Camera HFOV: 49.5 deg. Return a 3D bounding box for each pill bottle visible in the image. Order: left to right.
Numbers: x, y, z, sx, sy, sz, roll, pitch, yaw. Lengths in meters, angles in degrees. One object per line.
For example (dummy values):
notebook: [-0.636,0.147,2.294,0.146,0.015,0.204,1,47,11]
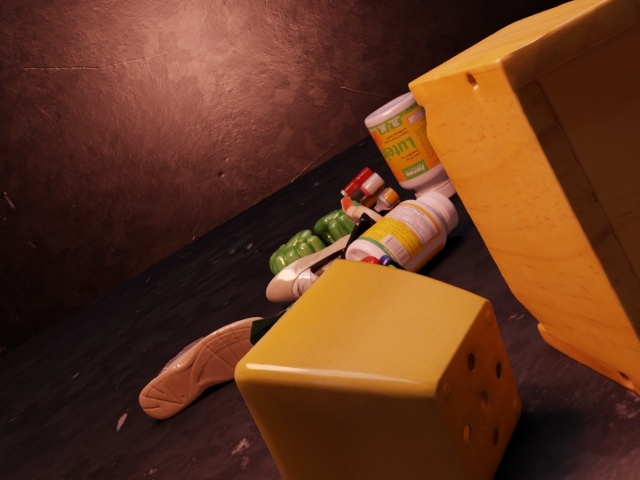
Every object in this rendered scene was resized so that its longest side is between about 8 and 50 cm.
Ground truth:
pill bottle: [0.154,-0.001,1.264,0.208,0.117,0.118,-39,15,-28]
pill bottle: [0.218,-0.204,1.591,0.136,0.245,0.136,-30,13,8]

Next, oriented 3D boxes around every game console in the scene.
game console: [0.056,0.008,1.315,0.071,0.122,0.107,31,15,33]

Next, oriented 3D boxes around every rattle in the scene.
rattle: [0.078,-0.003,1.449,0.200,0.130,0.142,28,96,46]

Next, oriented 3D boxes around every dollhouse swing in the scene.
dollhouse swing: [0.327,-0.084,0.653,0.305,0.346,0.315,-33,13,-5]

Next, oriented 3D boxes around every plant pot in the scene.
plant pot: [0.079,0.153,0.697,0.187,0.212,0.212,-5,26,37]

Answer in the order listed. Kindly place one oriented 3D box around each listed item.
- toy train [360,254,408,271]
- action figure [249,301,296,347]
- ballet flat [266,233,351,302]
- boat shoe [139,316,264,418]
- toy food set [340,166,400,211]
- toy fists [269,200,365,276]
toy train: [0.063,0.152,0.996,0.248,0.105,0.143,-52,31,2]
action figure: [-0.038,0.157,1.156,0.064,0.137,0.232,-11,10,19]
ballet flat: [0.001,0.066,1.474,0.248,0.086,0.086,-33,13,-13]
boat shoe: [-0.211,0.224,1.298,0.285,0.103,0.092,-36,17,5]
toy food set: [0.122,-0.113,1.795,0.104,0.111,0.232,-43,13,3]
toy fists: [0.000,0.000,1.670,0.279,0.096,0.142,-35,14,-20]
